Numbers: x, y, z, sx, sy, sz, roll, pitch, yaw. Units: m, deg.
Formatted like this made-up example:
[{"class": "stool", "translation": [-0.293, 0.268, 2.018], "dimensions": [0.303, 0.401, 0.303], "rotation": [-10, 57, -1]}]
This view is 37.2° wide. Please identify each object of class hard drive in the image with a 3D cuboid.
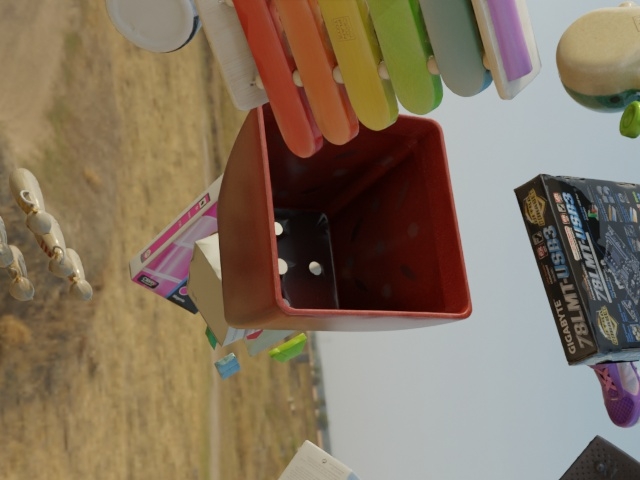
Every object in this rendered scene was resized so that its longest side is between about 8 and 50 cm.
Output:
[{"class": "hard drive", "translation": [0.464, 0.426, 1.413], "dimensions": [0.172, 0.254, 0.054], "rotation": [-52, 170, 5]}]

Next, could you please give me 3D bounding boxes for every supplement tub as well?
[{"class": "supplement tub", "translation": [-0.175, -0.321, 1.157], "dimensions": [0.190, 0.117, 0.117], "rotation": [-71, 162, -48]}]

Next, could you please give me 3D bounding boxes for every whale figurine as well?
[{"class": "whale figurine", "translation": [0.521, -0.297, 1.529], "dimensions": [0.141, 0.272, 0.216], "rotation": [60, 18, -45]}]

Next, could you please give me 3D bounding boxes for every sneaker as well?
[{"class": "sneaker", "translation": [0.546, 0.237, 1.792], "dimensions": [0.095, 0.104, 0.236], "rotation": [-13, -100, 49]}]

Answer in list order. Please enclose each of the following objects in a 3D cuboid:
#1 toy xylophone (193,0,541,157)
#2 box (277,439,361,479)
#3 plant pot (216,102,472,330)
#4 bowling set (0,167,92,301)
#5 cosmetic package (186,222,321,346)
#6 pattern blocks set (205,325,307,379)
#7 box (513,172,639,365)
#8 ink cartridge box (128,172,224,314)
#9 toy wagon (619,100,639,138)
[{"class": "toy xylophone", "translation": [0.020, -0.190, 0.687], "dimensions": [0.322, 0.081, 0.236], "rotation": [-4, -66, 55]}, {"class": "box", "translation": [-0.018, 0.405, 1.409], "dimensions": [0.170, 0.091, 0.130], "rotation": [-53, 149, -15]}, {"class": "plant pot", "translation": [0.000, 0.000, 1.210], "dimensions": [0.235, 0.267, 0.267], "rotation": [-35, -124, 54]}, {"class": "bowling set", "translation": [-0.530, 0.037, 1.663], "dimensions": [0.154, 0.200, 0.287], "rotation": [55, -10, 40]}, {"class": "cosmetic package", "translation": [-0.057, 0.039, 1.566], "dimensions": [0.129, 0.296, 0.153], "rotation": [55, -28, 23]}, {"class": "pattern blocks set", "translation": [-0.085, 0.150, 1.941], "dimensions": [0.026, 0.324, 0.285], "rotation": [48, -27, 39]}, {"class": "box", "translation": [0.465, 0.044, 1.505], "dimensions": [0.073, 0.293, 0.296], "rotation": [-38, -121, 48]}, {"class": "ink cartridge box", "translation": [-0.191, -0.014, 1.872], "dimensions": [0.175, 0.371, 0.069], "rotation": [34, 22, -37]}, {"class": "toy wagon", "translation": [0.595, -0.117, 1.357], "dimensions": [0.344, 0.267, 0.068], "rotation": [-100, -152, -69]}]
